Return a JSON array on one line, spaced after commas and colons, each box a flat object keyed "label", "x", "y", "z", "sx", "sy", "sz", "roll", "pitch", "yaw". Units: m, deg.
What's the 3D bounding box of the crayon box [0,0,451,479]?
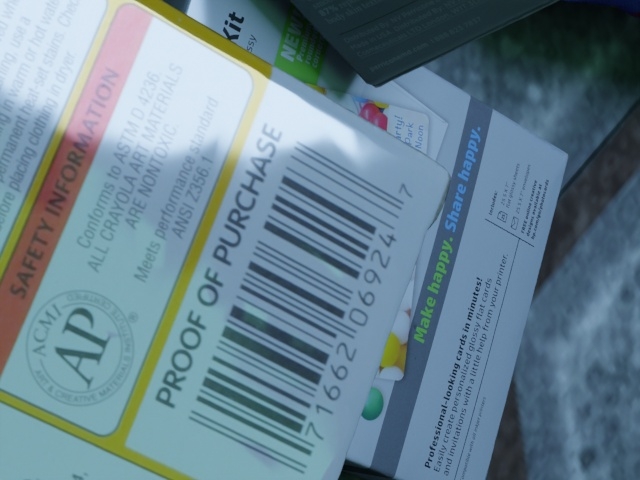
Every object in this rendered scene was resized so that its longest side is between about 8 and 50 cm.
[{"label": "crayon box", "x": -0.140, "y": 0.001, "z": 0.482, "sx": 0.323, "sy": 0.083, "sz": 0.203, "roll": 29, "pitch": 71, "yaw": -26}]

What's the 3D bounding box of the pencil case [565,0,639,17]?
[{"label": "pencil case", "x": 0.205, "y": -0.146, "z": 0.770, "sx": 0.306, "sy": 0.119, "sz": 0.133, "roll": 4, "pitch": 109, "yaw": -41}]

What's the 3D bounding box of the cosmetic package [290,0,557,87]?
[{"label": "cosmetic package", "x": -0.009, "y": -0.179, "z": 0.583, "sx": 0.238, "sy": 0.107, "sz": 0.127, "roll": 44, "pitch": 43, "yaw": -25}]

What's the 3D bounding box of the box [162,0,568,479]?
[{"label": "box", "x": 0.000, "y": 0.000, "z": 0.652, "sx": 0.186, "sy": 0.038, "sz": 0.145, "roll": 27, "pitch": 72, "yaw": -35}]
